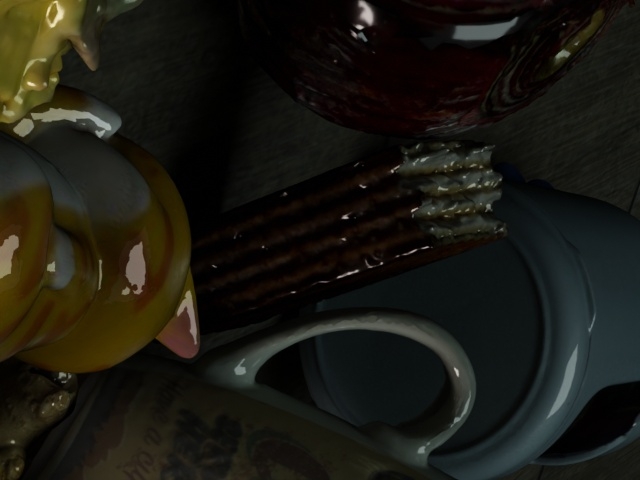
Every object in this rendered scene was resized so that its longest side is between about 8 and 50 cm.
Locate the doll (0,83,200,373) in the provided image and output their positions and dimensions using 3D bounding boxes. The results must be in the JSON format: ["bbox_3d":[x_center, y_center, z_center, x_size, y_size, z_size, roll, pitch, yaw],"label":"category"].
[{"bbox_3d":[-0.172,-0.001,1.050,0.269,0.166,0.162,-5,131,-57],"label":"doll"}]

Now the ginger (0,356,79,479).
[{"bbox_3d":[-0.203,0.120,1.206,0.288,0.089,0.075,-56,137,-11],"label":"ginger"}]

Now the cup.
[{"bbox_3d":[-0.039,0.157,1.258,0.301,0.257,0.227,-56,-170,2],"label":"cup"}]

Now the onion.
[{"bbox_3d":[0.047,-0.155,1.217,0.207,0.216,0.206,-36,167,-29],"label":"onion"}]

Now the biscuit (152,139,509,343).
[{"bbox_3d":[0.000,0.000,1.274,0.106,0.252,0.070,-9,80,-56],"label":"biscuit"}]

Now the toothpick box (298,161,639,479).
[{"bbox_3d":[0.161,0.058,1.596,0.354,0.263,0.263,5,113,-61],"label":"toothpick box"}]

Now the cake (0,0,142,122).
[{"bbox_3d":[-0.214,-0.150,0.767,0.286,0.227,0.222,-7,128,-54],"label":"cake"}]
